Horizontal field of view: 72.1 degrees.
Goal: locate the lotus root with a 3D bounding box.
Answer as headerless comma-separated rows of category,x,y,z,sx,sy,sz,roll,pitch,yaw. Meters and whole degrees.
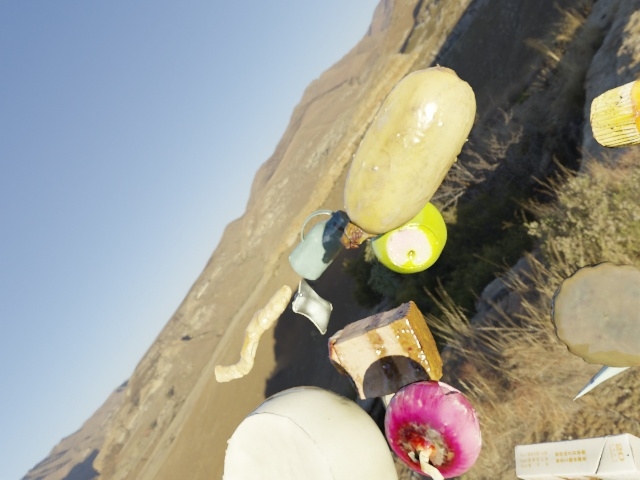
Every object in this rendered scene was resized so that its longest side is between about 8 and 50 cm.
lotus root,0.134,-0.121,0.745,0.342,0.152,0.169,-64,-11,19

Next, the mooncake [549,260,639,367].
mooncake,0.615,0.150,0.930,0.228,0.228,0.124,-51,-20,26

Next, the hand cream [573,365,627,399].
hand cream,0.935,0.426,1.428,0.109,0.067,0.320,-27,-34,-29

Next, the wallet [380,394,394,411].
wallet,0.273,0.624,1.576,0.068,0.335,0.275,-20,0,-4

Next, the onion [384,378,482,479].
onion,0.204,0.347,0.813,0.154,0.177,0.177,-4,-30,-37

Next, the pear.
pear,0.207,-0.018,1.054,0.187,0.188,0.219,-53,7,15

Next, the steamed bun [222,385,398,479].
steamed bun,-0.009,0.424,0.785,0.206,0.324,0.324,8,-53,-52

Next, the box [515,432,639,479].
box,0.512,0.424,0.823,0.233,0.150,0.066,-42,29,48

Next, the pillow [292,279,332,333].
pillow,-0.018,0.168,1.117,0.055,0.136,0.091,-38,30,16

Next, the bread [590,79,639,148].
bread,0.676,-0.269,0.933,0.191,0.132,0.114,-16,2,-30

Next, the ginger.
ginger,-0.162,0.233,1.092,0.288,0.075,0.089,-56,25,4

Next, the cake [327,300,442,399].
cake,0.161,0.313,1.203,0.293,0.198,0.196,-24,2,18

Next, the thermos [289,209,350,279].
thermos,0.000,0.000,1.651,0.286,0.182,0.145,-52,15,26
